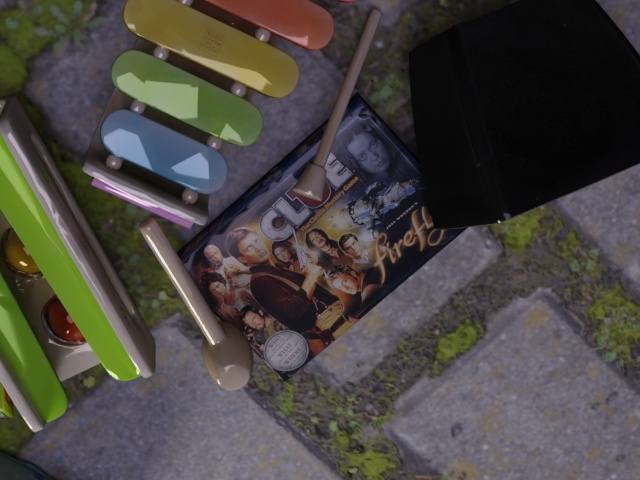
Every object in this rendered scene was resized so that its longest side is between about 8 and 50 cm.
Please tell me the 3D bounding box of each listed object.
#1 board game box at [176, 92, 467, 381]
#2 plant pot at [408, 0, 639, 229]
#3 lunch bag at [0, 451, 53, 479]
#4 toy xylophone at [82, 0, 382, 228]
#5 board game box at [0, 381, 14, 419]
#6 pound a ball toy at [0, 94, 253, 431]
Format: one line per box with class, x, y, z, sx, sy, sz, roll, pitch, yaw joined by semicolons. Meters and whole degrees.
board game box;0.000;0.000;1.286;0.243;0.042;0.165;-41;109;10
plant pot;0.177;-0.121;1.179;0.188;0.187;0.167;-24;93;-11
lunch bag;-0.353;0.327;1.338;0.279;0.108;0.224;34;104;-16
toy xylophone;-0.067;-0.165;1.165;0.236;0.081;0.322;16;90;-13
board game box;-0.389;0.135;1.272;0.181;0.043;0.092;-9;72;-2
pound a ball toy;-0.220;0.020;1.223;0.208;0.136;0.319;-26;111;2
